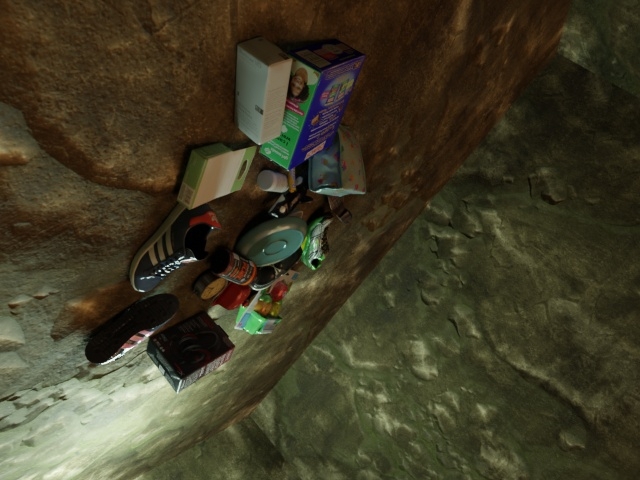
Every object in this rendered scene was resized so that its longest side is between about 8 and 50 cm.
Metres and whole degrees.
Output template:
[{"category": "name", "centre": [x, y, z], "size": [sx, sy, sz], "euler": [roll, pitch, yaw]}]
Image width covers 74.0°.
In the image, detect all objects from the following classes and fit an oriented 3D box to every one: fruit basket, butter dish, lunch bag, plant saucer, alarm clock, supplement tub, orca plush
[{"category": "fruit basket", "centre": [-0.240, 0.295, 2.084], "size": [0.353, 0.165, 0.327], "euler": [-52, 160, 2]}, {"category": "butter dish", "centre": [-0.351, 0.235, 1.781], "size": [0.160, 0.118, 0.160], "euler": [-51, 173, 8]}, {"category": "lunch bag", "centre": [0.060, -0.303, 1.560], "size": [0.223, 0.160, 0.263], "euler": [-4, 91, -60]}, {"category": "plant saucer", "centre": [-0.189, 0.017, 1.702], "size": [0.317, 0.044, 0.318], "euler": [-23, 155, -12]}, {"category": "alarm clock", "centre": [-0.433, 0.175, 1.608], "size": [0.192, 0.064, 0.129], "euler": [-28, 153, -50]}, {"category": "supplement tub", "centre": [-0.159, -0.202, 1.455], "size": [0.071, 0.071, 0.107], "euler": [-54, 159, 18]}, {"category": "supplement tub", "centre": [-0.312, 0.107, 1.599], "size": [0.106, 0.106, 0.198], "euler": [-50, 143, 6]}, {"category": "orca plush", "centre": [-0.069, -0.178, 1.592], "size": [0.287, 0.102, 0.151], "euler": [-53, -176, -30]}]

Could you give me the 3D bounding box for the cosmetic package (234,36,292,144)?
[{"category": "cosmetic package", "centre": [-0.152, -0.375, 1.082], "size": [0.085, 0.117, 0.231], "euler": [-35, 156, -33]}]

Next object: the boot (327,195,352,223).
[{"category": "boot", "centre": [0.062, -0.175, 1.973], "size": [0.082, 0.106, 0.219], "euler": [-40, 131, -10]}]

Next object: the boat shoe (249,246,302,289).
[{"category": "boat shoe", "centre": [-0.196, 0.109, 1.881], "size": [0.091, 0.114, 0.302], "euler": [-34, -173, 48]}]

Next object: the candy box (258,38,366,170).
[{"category": "candy box", "centre": [-0.024, -0.396, 1.243], "size": [0.268, 0.122, 0.317], "euler": [-43, 162, -47]}]

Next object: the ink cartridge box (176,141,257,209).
[{"category": "ink cartridge box", "centre": [-0.292, -0.197, 1.219], "size": [0.235, 0.056, 0.171], "euler": [-41, 163, -56]}]

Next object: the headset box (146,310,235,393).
[{"category": "headset box", "centre": [-0.506, 0.431, 1.710], "size": [0.293, 0.218, 0.110], "euler": [-24, 150, -46]}]

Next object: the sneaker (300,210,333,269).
[{"category": "sneaker", "centre": [0.000, 0.000, 2.045], "size": [0.134, 0.146, 0.344], "euler": [-29, 153, -40]}]

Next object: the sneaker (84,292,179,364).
[{"category": "sneaker", "centre": [-0.621, 0.291, 1.417], "size": [0.319, 0.112, 0.131], "euler": [-34, 173, -27]}]

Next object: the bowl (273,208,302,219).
[{"category": "bowl", "centre": [-0.149, -0.072, 1.741], "size": [0.142, 0.053, 0.142], "euler": [-24, 150, -48]}]

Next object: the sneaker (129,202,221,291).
[{"category": "sneaker", "centre": [-0.425, 0.042, 1.253], "size": [0.350, 0.148, 0.131], "euler": [-52, 160, 13]}]

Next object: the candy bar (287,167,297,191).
[{"category": "candy bar", "centre": [-0.099, -0.247, 1.465], "size": [0.040, 0.018, 0.162], "euler": [-19, 110, -57]}]
